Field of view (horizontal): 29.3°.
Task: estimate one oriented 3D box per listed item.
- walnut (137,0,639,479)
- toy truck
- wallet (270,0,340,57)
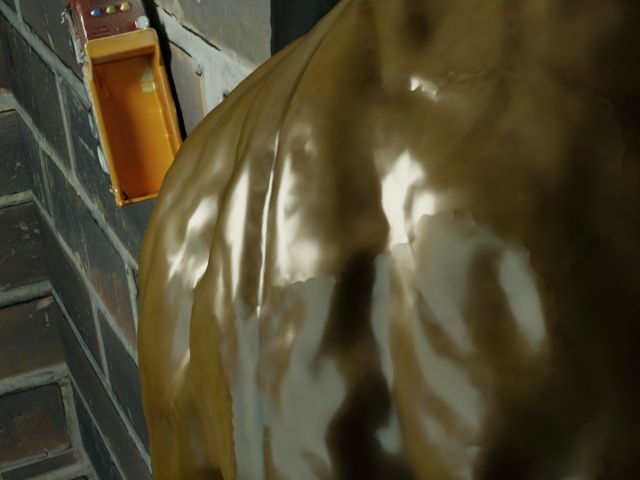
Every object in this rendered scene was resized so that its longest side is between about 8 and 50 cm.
[{"bbox_3d":[0.094,0.068,0.529,0.354,0.308,0.398,-7,100,37],"label":"walnut"},{"bbox_3d":[-0.245,-0.182,1.543,0.135,0.114,0.270,-177,73,-73],"label":"toy truck"},{"bbox_3d":[0.033,-0.265,0.743,0.406,0.062,0.228,121,151,-62],"label":"wallet"}]
